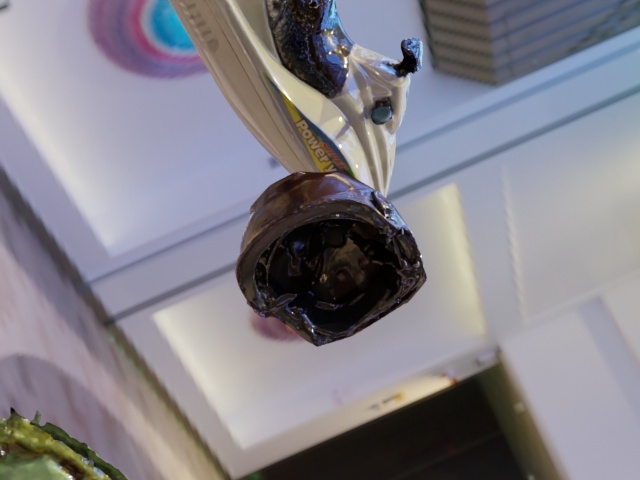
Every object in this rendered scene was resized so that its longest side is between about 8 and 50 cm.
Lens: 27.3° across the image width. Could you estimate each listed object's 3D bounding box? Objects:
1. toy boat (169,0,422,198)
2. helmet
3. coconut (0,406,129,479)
[{"bbox_3d":[-0.010,-0.140,0.966,0.269,0.141,0.141,46,5,-16],"label":"toy boat"},{"bbox_3d":[0.000,0.000,0.748,0.123,0.098,0.070,43,18,-41],"label":"helmet"},{"bbox_3d":[-0.082,0.134,0.321,0.133,0.158,0.055,38,-35,5],"label":"coconut"}]
